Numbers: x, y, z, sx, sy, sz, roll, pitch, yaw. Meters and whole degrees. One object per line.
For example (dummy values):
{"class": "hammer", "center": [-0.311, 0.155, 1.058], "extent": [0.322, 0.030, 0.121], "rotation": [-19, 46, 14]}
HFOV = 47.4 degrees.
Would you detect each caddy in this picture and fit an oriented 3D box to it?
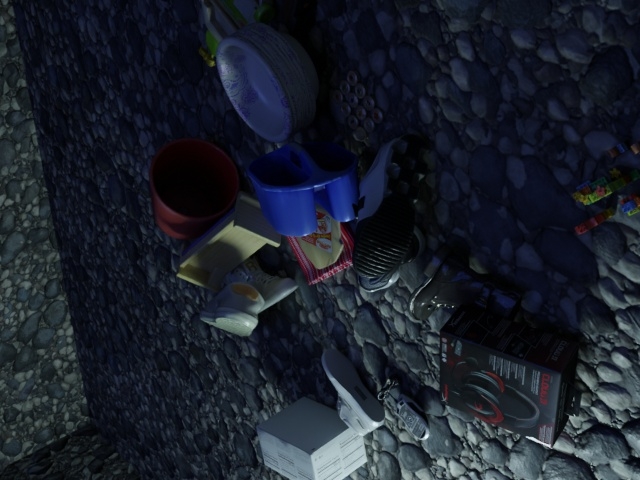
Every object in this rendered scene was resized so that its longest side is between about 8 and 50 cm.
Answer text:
{"class": "caddy", "center": [-0.040, -0.150, 1.754], "extent": [0.341, 0.241, 0.179], "rotation": [-137, 32, -63]}

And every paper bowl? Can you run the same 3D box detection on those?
{"class": "paper bowl", "center": [-0.115, -0.395, 1.786], "extent": [0.284, 0.148, 0.284], "rotation": [43, 155, 26]}

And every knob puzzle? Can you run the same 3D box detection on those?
{"class": "knob puzzle", "center": [-0.002, -0.016, 1.932], "extent": [0.213, 0.030, 0.213], "rotation": [26, 127, 41]}

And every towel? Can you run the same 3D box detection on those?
{"class": "towel", "center": [0.000, 0.000, 1.990], "extent": [0.275, 0.031, 0.199], "rotation": [-32, 82, 53]}

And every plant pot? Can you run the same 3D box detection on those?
{"class": "plant pot", "center": [-0.403, -0.136, 2.236], "extent": [0.275, 0.275, 0.243], "rotation": [58, 151, 11]}

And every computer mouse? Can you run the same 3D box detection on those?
{"class": "computer mouse", "center": [0.231, 0.446, 1.939], "extent": [0.193, 0.042, 0.106], "rotation": [48, 135, 31]}

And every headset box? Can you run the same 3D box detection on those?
{"class": "headset box", "center": [0.404, 0.287, 1.534], "extent": [0.293, 0.110, 0.218], "rotation": [18, 130, 31]}

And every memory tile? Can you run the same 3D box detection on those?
{"class": "memory tile", "center": [0.087, -0.318, 1.729], "extent": [0.148, 0.012, 0.113], "rotation": [58, 142, 10]}

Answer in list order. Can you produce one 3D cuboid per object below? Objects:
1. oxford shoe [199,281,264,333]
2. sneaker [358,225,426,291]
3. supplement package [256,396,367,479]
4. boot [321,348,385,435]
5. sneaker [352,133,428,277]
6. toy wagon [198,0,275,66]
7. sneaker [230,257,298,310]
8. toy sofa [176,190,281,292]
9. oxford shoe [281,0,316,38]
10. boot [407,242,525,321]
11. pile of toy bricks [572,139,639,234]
{"class": "oxford shoe", "center": [-0.262, 0.206, 2.200], "extent": [0.449, 0.169, 0.130], "rotation": [146, 142, -71]}
{"class": "sneaker", "center": [0.131, 0.062, 1.760], "extent": [0.101, 0.153, 0.268], "rotation": [56, 141, 12]}
{"class": "supplement package", "center": [-0.027, 0.612, 2.202], "extent": [0.262, 0.204, 0.145], "rotation": [11, 118, 47]}
{"class": "boot", "center": [0.068, 0.441, 2.084], "extent": [0.258, 0.095, 0.123], "rotation": [54, 134, 15]}
{"class": "sneaker", "center": [0.138, -0.072, 1.637], "extent": [0.146, 0.122, 0.331], "rotation": [2, 69, 64]}
{"class": "toy wagon", "center": [-0.241, -0.609, 1.929], "extent": [0.267, 0.068, 0.344], "rotation": [54, 142, 16]}
{"class": "sneaker", "center": [-0.187, 0.125, 2.219], "extent": [0.292, 0.108, 0.169], "rotation": [-31, 87, 54]}
{"class": "toy sofa", "center": [-0.262, -0.011, 2.103], "extent": [0.362, 0.150, 0.177], "rotation": [-35, 40, 43]}
{"class": "oxford shoe", "center": [-0.048, -0.588, 1.694], "extent": [0.096, 0.082, 0.227], "rotation": [53, 141, 20]}
{"class": "boot", "center": [0.323, 0.150, 1.635], "extent": [0.229, 0.091, 0.263], "rotation": [38, 142, 21]}
{"class": "pile of toy bricks", "center": [0.505, -0.092, 1.266], "extent": [0.118, 0.105, 0.212], "rotation": [60, 142, 8]}
